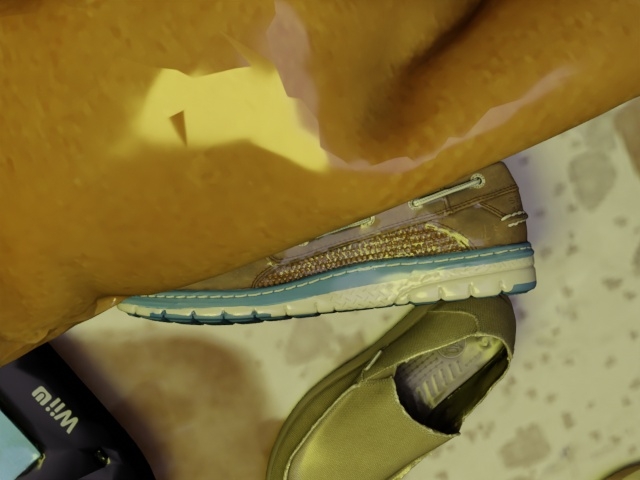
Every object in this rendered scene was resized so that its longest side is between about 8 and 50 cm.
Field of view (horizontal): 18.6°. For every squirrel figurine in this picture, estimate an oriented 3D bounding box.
[{"bbox_3d":[-0.125,-0.156,0.670,0.397,0.281,0.370,-25,96,-8],"label":"squirrel figurine"}]

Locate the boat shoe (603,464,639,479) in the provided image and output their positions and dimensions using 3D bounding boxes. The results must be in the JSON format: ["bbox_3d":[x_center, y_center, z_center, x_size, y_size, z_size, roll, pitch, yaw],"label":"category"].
[{"bbox_3d":[0.293,0.160,0.910,0.342,0.123,0.123,0,106,-9],"label":"boat shoe"}]

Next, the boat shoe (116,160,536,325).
[{"bbox_3d":[0.000,0.000,0.856,0.183,0.066,0.066,-6,87,-2],"label":"boat shoe"}]

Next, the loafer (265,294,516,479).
[{"bbox_3d":[0.032,0.077,0.884,0.056,0.050,0.148,39,97,-17],"label":"loafer"}]

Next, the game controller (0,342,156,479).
[{"bbox_3d":[-0.214,0.059,0.834,0.166,0.067,0.319,-38,109,3],"label":"game controller"}]
